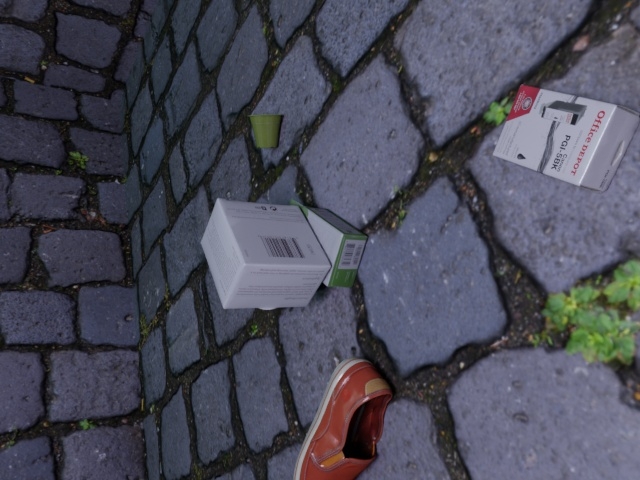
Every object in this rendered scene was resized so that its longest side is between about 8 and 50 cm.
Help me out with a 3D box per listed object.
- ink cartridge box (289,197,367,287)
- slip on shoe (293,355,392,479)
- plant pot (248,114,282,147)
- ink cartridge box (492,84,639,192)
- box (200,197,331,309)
[{"bbox_3d":[0.000,0.000,1.041,0.209,0.062,0.108,37,117,51],"label":"ink cartridge box"},{"bbox_3d":[0.039,0.369,0.899,0.101,0.123,0.330,29,105,49],"label":"slip on shoe"},{"bbox_3d":[-0.132,-0.266,1.264,0.083,0.083,0.079,14,110,55],"label":"plant pot"},{"bbox_3d":[0.296,-0.128,0.636,0.135,0.056,0.099,38,116,51],"label":"ink cartridge box"},{"bbox_3d":[-0.108,0.025,0.978,0.119,0.181,0.181,-60,42,33],"label":"box"}]
